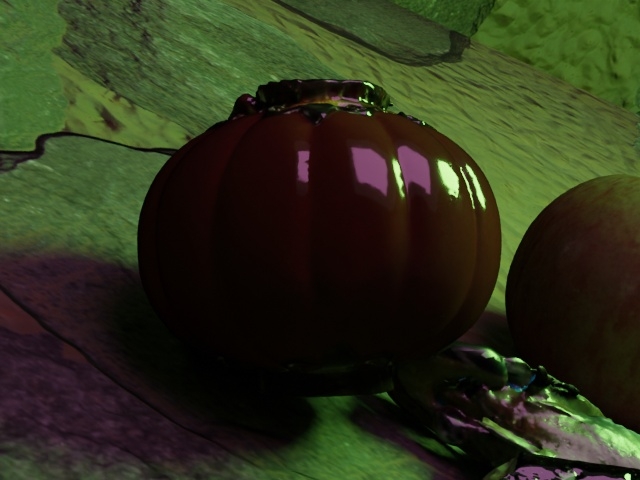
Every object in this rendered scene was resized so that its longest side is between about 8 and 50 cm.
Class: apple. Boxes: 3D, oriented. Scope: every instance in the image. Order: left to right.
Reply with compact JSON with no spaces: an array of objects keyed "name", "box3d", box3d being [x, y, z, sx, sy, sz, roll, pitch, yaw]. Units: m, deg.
[{"name":"apple","box3d":[0.370,0.063,1.493,0.345,0.269,0.345,24,20,-9]}]

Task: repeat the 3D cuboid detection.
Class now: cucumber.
[{"name":"cucumber","box3d":[0.243,0.222,1.139,0.241,0.074,0.074,9,23,-6]}]

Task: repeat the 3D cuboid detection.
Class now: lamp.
[{"name":"lamp","box3d":[0.000,0.000,1.155,0.303,0.257,0.303,-1,-3,0]}]

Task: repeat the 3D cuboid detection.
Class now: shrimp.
[{"name":"shrimp","box3d":[0.267,0.202,1.276,0.446,0.110,0.221,29,14,-11]}]
